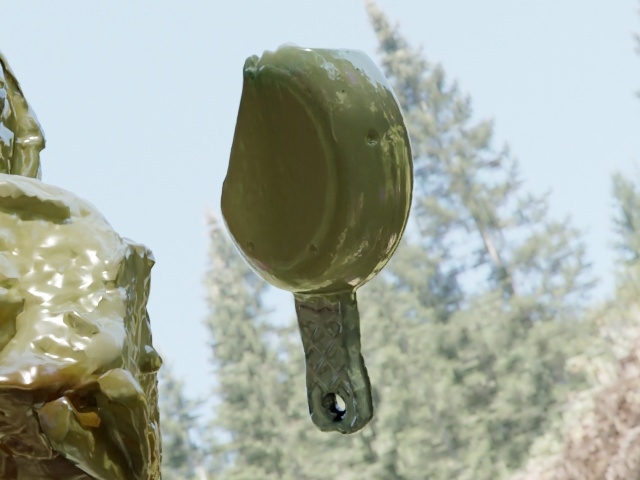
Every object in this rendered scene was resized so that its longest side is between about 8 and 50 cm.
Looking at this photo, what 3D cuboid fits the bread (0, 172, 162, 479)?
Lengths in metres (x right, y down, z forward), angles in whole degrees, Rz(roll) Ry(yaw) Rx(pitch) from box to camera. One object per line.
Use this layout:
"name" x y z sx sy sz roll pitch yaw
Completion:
"bread" -0.141 0.101 0.472 0.184 0.114 0.275 3 -42 -2

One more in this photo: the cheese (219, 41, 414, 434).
"cheese" -0.005 -0.002 0.606 0.047 0.092 0.171 -13 -63 -43

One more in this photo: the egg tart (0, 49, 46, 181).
"egg tart" -0.262 -0.075 0.664 0.315 0.315 0.120 7 -31 -35
